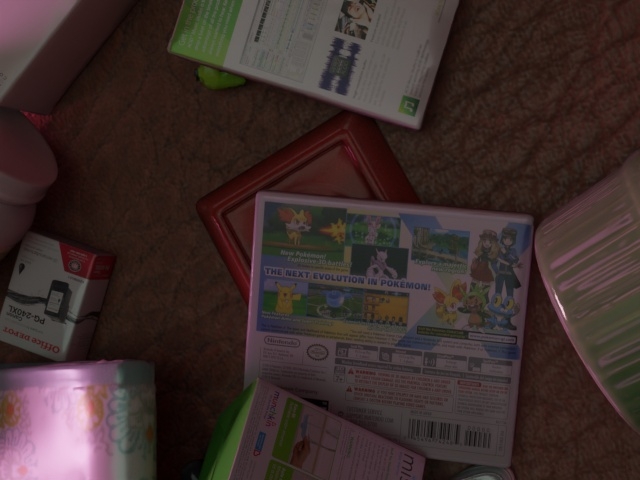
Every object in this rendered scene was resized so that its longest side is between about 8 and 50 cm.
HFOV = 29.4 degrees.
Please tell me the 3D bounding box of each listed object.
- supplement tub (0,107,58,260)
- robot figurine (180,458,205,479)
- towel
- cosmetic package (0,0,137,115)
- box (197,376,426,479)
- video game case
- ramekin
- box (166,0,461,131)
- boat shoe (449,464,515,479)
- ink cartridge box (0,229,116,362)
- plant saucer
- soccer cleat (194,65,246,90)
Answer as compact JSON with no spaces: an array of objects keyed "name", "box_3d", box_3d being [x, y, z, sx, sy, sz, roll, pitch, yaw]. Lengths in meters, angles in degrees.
[{"name":"supplement tub","box_3d":[-0.508,-0.032,1.527,0.325,0.235,0.235,-44,79,16]},{"name":"robot figurine","box_3d":[-0.101,0.398,1.466,0.209,0.173,0.278,-42,79,35]},{"name":"towel","box_3d":[-0.329,0.308,1.496,0.374,0.090,0.321,-8,84,42]},{"name":"cosmetic package","box_3d":[-0.329,-0.359,1.538,0.197,0.155,0.365,41,98,8]},{"name":"box","box_3d":[-0.024,0.325,1.357,0.231,0.262,0.127,27,140,-15]},{"name":"video game case","box_3d":[0.075,0.102,1.446,0.328,0.036,0.300,6,97,11]},{"name":"ramekin","box_3d":[0.354,0.066,1.286,0.148,0.303,0.303,-31,82,20]},{"name":"box","box_3d":[0.002,-0.287,1.469,0.322,0.058,0.232,18,92,2]},{"name":"boat shoe","box_3d":[0.146,0.321,1.453,0.184,0.063,0.066,-25,83,14]},{"name":"ink cartridge box","box_3d":[-0.344,0.074,1.584,0.109,0.063,0.151,18,94,14]},{"name":"plant saucer","box_3d":[0.000,0.000,1.504,0.259,0.047,0.258,-30,82,12]},{"name":"soccer cleat","box_3d":[-0.124,-0.278,1.538,0.072,0.060,0.179,-2,90,-3]}]
